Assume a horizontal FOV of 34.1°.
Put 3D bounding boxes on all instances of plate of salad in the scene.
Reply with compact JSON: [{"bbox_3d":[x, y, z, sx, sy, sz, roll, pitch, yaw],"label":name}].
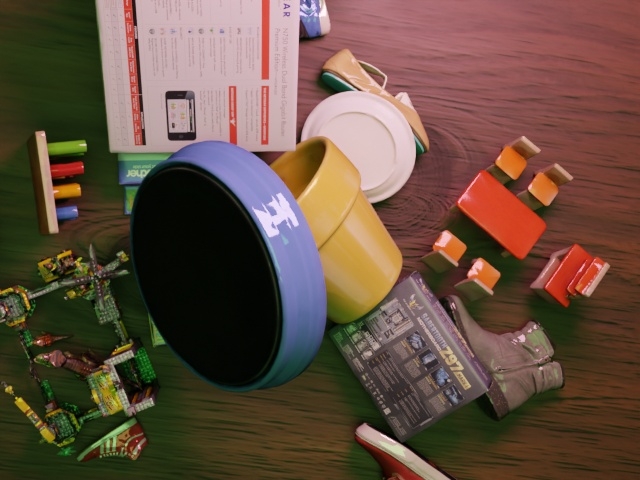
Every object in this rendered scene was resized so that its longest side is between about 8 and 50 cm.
[{"bbox_3d":[0.065,-0.159,1.775,0.199,0.048,0.200,5,113,12],"label":"plate of salad"}]

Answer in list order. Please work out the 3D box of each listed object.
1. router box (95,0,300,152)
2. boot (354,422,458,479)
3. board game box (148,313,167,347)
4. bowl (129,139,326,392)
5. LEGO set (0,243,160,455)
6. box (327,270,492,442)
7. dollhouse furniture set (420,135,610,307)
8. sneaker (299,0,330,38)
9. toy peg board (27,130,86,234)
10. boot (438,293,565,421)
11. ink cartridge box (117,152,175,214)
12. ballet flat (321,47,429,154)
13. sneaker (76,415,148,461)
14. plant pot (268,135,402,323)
[{"bbox_3d":[-0.184,-0.295,1.600,0.301,0.082,0.336,-1,127,-6],"label":"router box"},{"bbox_3d":[0.124,0.442,1.803,0.244,0.088,0.176,38,90,-9],"label":"boot"},{"bbox_3d":[-0.225,0.087,1.773,0.141,0.048,0.170,-7,93,-3],"label":"board game box"},{"bbox_3d":[-0.154,0.046,1.576,0.077,0.391,0.391,-21,95,-41],"label":"bowl"},{"bbox_3d":[-0.400,0.183,1.687,0.254,0.192,0.332,-14,93,-5],"label":"LEGO set"},{"bbox_3d":[0.150,0.197,1.763,0.183,0.059,0.233,-36,87,20],"label":"box"},{"bbox_3d":[0.344,-0.008,1.752,0.259,0.135,0.262,39,76,-6],"label":"dollhouse furniture set"},{"bbox_3d":[-0.041,-0.416,1.765,0.084,0.058,0.152,-15,100,-13],"label":"sneaker"},{"bbox_3d":[-0.421,-0.094,1.698,0.079,0.161,0.161,-9,93,-20],"label":"toy peg board"},{"bbox_3d":[0.316,0.178,1.825,0.161,0.083,0.247,-28,94,-16],"label":"boot"},{"bbox_3d":[-0.248,-0.200,1.755,0.185,0.065,0.311,-1,94,-5],"label":"ink cartridge box"},{"bbox_3d":[0.108,-0.243,1.780,0.232,0.080,0.073,39,72,-7],"label":"ballet flat"},{"bbox_3d":[-0.350,0.358,1.774,0.118,0.042,0.067,-33,92,-5],"label":"sneaker"},{"bbox_3d":[0.000,0.000,1.704,0.254,0.254,0.239,-47,110,-2],"label":"plant pot"}]
